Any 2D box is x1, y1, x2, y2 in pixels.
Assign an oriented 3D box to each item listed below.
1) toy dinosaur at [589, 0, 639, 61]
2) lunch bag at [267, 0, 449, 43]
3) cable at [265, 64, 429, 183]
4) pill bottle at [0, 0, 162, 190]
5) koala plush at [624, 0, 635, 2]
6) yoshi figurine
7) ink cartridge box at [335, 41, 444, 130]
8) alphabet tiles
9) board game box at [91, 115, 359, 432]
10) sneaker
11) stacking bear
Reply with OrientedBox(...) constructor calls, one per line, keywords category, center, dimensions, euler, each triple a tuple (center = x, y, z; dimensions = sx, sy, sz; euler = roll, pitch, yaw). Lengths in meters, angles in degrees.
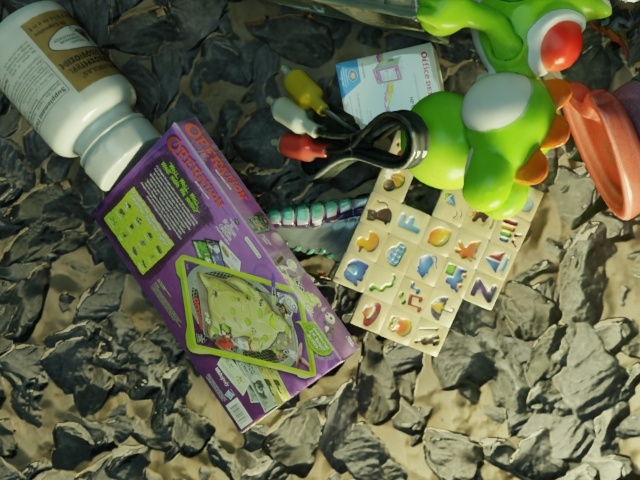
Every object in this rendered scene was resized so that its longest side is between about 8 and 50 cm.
OrientedBox(category="toy dinosaur", center=(0.337, -0.251, 1.259), dimensions=(0.047, 0.082, 0.090), euler=(44, 68, -26))
OrientedBox(category="lunch bag", center=(0.031, -0.384, 1.277), dimensions=(0.287, 0.169, 0.235), euler=(16, 95, 22))
OrientedBox(category="cable", center=(0.018, -0.112, 1.258), dimensions=(0.072, 0.287, 0.139), euler=(-3, 110, -28))
OrientedBox(category="pill bottle", center=(-0.309, -0.180, 1.367), dimensions=(0.131, 0.131, 0.229), euler=(-43, 83, 9))
OrientedBox(category="koala plush", center=(0.387, -0.314, 1.137), dimensions=(0.196, 0.221, 0.203), euler=(-33, 88, 39))
OrientedBox(category="yoshi figurine", center=(0.181, -0.204, 1.214), dimensions=(0.204, 0.203, 0.362), euler=(15, 79, -12))
OrientedBox(category="ink cartridge box", center=(0.088, -0.185, 1.324), dimensions=(0.122, 0.052, 0.088), euler=(-11, 89, 10))
OrientedBox(category="alphabet tiles", center=(0.135, 0.013, 1.304), dimensions=(0.198, 0.009, 0.237), euler=(22, 95, -11))
OrientedBox(category="board game box", center=(-0.125, 0.046, 1.332), dimensions=(0.208, 0.056, 0.347), euler=(-40, 82, 41))
OrientedBox(category="sneaker", center=(0.000, 0.000, 1.331), dimensions=(0.224, 0.083, 0.098), euler=(-8, 94, 11))
OrientedBox(category="stacking bear", center=(0.441, -0.149, 1.202), dimensions=(0.289, 0.175, 0.164), euler=(-23, 104, 2))
